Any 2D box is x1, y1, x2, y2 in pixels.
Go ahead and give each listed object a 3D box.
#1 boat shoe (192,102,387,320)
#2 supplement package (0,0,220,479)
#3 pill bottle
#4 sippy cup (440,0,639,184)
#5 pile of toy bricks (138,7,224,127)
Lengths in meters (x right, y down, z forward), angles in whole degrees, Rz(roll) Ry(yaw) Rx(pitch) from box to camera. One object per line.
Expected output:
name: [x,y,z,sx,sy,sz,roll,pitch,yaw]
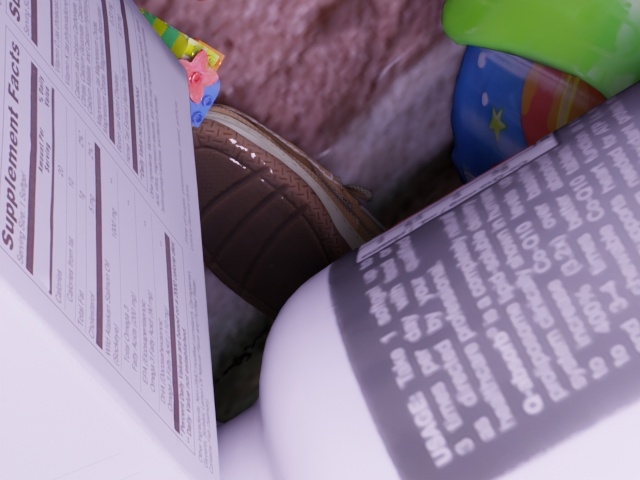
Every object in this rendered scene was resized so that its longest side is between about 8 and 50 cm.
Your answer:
boat shoe: [0.000,0.000,0.857,0.190,0.068,0.072,49,37,-28]
supplement package: [-0.179,-0.031,0.551,0.199,0.198,0.263,-21,138,14]
pill bottle: [0.111,0.063,0.618,0.363,0.210,0.210,-30,131,10]
sippy cup: [0.183,-0.040,0.857,0.240,0.224,0.305,-30,127,-19]
pile of toy bricks: [-0.076,-0.068,0.732,0.118,0.105,0.212,27,95,-41]
